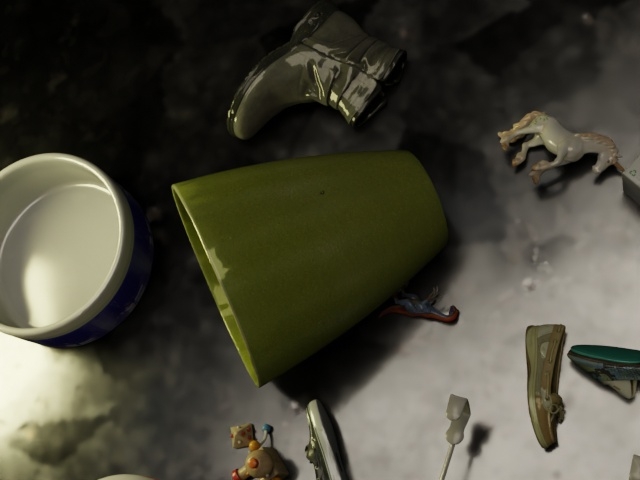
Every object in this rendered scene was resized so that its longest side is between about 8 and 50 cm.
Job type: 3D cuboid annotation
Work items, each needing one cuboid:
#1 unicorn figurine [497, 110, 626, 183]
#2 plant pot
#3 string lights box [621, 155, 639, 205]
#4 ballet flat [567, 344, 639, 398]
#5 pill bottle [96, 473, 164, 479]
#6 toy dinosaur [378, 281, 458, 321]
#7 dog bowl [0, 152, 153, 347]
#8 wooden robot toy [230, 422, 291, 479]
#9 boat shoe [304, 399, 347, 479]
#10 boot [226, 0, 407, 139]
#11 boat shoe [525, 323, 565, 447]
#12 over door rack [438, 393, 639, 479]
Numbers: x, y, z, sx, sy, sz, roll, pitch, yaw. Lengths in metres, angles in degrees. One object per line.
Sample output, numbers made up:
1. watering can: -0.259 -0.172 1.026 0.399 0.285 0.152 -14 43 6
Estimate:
1. unicorn figurine: 0.309 -0.119 1.416 0.111 0.060 0.162 -33 61 -7
2. plant pot: 0.000 0.000 1.386 0.294 0.274 0.274 -24 67 -9
3. string lights box: 0.513 -0.122 1.350 0.260 0.077 0.133 -44 67 0
4. ballet flat: 0.391 0.162 1.311 0.189 0.070 0.070 1 74 21
5. pill bottle: -0.172 0.373 1.265 0.182 0.323 0.181 -5 72 15
6. toy dinosaur: 0.135 0.088 1.429 0.082 0.047 0.090 41 121 14
7. dog bowl: -0.376 0.016 1.554 0.265 0.104 0.264 -5 72 15
8. wooden robot toy: -0.076 0.299 1.393 0.076 0.079 0.173 -37 67 3
9. boat shoe: 0.001 0.274 1.395 0.040 0.049 0.142 -20 71 10
10. boot: -0.005 -0.208 1.531 0.161 0.083 0.246 41 89 17
11. boat shoe: 0.280 0.176 1.340 0.048 0.056 0.153 -7 64 19
12. over door rack: 0.226 0.369 1.261 0.240 0.108 0.324 15 85 18
